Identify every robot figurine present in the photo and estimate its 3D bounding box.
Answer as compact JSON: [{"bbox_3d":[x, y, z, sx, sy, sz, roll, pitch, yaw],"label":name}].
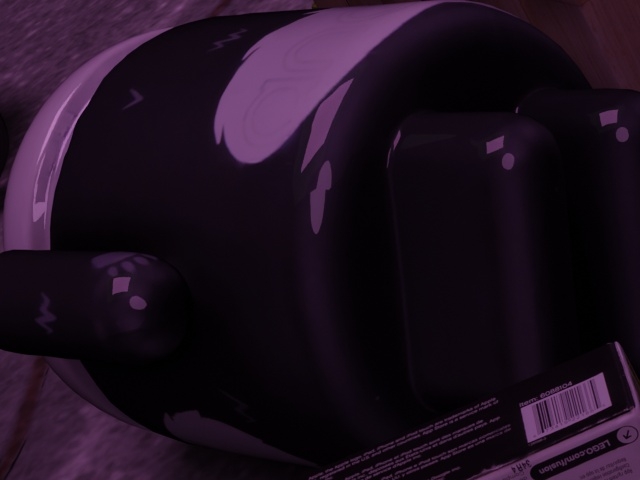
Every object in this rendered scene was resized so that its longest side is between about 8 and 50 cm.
[{"bbox_3d":[0.002,0.002,0.712,0.278,0.209,0.173,3,64,47],"label":"robot figurine"}]

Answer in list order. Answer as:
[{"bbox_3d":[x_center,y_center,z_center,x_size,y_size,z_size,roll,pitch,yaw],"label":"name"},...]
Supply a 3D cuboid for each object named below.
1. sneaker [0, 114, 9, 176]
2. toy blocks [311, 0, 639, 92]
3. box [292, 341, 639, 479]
[{"bbox_3d":[-0.334,-0.016,1.147,0.314,0.116,0.136,-30,25,3],"label":"sneaker"},{"bbox_3d":[0.058,-0.179,0.857,0.191,0.261,0.381,-38,28,-13],"label":"toy blocks"},{"bbox_3d":[0.015,0.120,0.552,0.207,0.114,0.036,-25,27,11],"label":"box"}]
